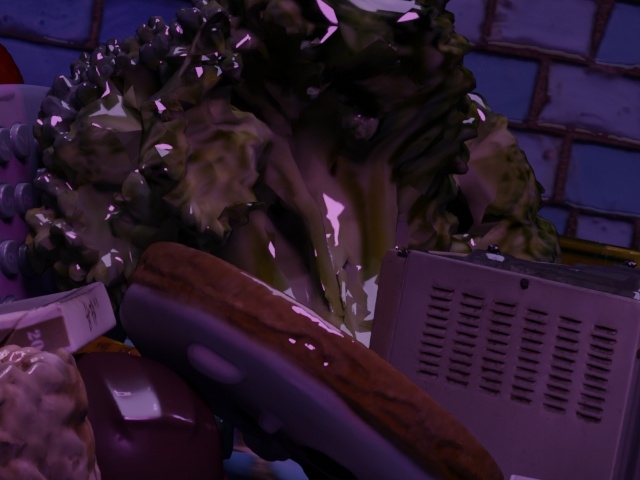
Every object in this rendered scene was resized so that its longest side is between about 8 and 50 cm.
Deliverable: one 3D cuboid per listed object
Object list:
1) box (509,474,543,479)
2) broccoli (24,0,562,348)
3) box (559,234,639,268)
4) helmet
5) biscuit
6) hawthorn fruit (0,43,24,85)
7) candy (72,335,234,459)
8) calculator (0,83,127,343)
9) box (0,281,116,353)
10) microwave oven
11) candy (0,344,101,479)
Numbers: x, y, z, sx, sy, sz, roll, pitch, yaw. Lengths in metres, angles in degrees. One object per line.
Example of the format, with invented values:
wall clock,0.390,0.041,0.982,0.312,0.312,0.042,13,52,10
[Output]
box,0.156,0.144,0.806,0.154,0.040,0.084,10,2,8
broccoli,-0.012,-0.022,1.142,0.277,0.338,0.317,-15,20,15
box,0.148,0.060,1.352,0.220,0.141,0.064,13,4,34
helmet,-0.087,0.087,0.795,0.098,0.070,0.123,9,3,-30
biscuit,-0.012,0.076,0.847,0.208,0.049,0.181,32,-14,20
hawthorn fruit,-0.305,-0.056,1.192,0.307,0.265,0.265,32,2,-5
candy,-0.111,0.082,0.998,0.182,0.053,0.046,14,-2,32
calculator,-0.177,-0.005,1.133,0.041,0.185,0.299,-5,-1,20
box,-0.201,0.054,0.833,0.198,0.029,0.109,-10,3,4
microwave oven,0.165,0.084,1.002,0.194,0.145,0.240,9,1,39
candy,-0.108,0.085,0.531,0.085,0.110,0.095,13,21,39
